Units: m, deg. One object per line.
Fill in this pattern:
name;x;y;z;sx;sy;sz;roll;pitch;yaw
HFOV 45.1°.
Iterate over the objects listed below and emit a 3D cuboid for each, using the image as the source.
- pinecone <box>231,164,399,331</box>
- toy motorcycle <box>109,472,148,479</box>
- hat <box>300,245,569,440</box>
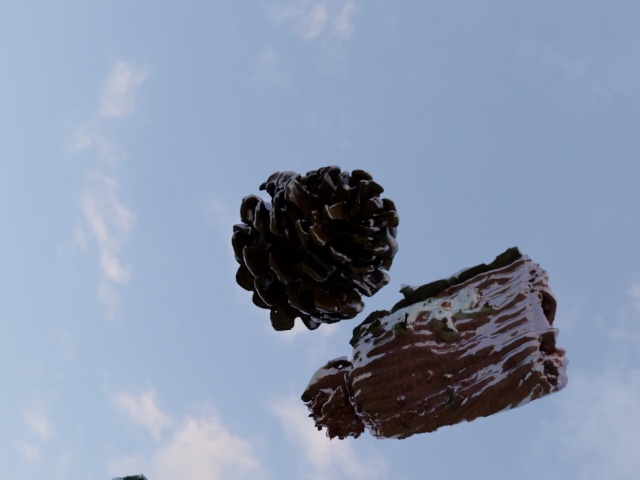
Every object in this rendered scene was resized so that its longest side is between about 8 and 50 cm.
pinecone;0.000;0.000;0.723;0.174;0.173;0.173;2;-86;31
toy motorcycle;-0.298;0.417;1.022;0.154;0.206;0.260;63;-17;-20
hat;0.100;0.115;0.774;0.286;0.236;0.107;-29;-72;22
